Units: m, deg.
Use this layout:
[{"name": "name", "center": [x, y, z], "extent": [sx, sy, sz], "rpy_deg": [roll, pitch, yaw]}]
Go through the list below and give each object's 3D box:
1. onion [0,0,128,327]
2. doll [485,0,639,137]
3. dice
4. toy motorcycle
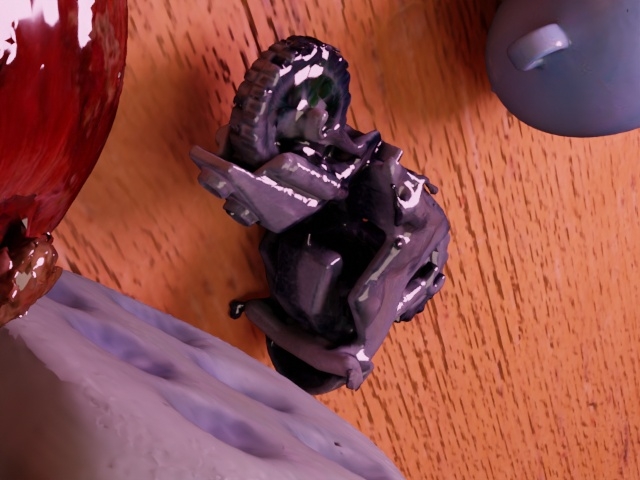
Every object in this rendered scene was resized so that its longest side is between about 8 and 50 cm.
[{"name": "onion", "center": [-0.194, -0.059, 0.471], "extent": [0.276, 0.276, 0.276], "rpy_deg": [-26, 132, -33]}, {"name": "doll", "center": [0.215, -0.155, 0.916], "extent": [0.177, 0.141, 0.314], "rpy_deg": [-32, 176, 42]}, {"name": "dice", "center": [-0.123, 0.174, 0.685], "extent": [0.264, 0.268, 0.263], "rpy_deg": [24, 97, -50]}, {"name": "toy motorcycle", "center": [0.000, 0.000, 0.830], "extent": [0.159, 0.106, 0.270], "rpy_deg": [-57, 145, -10]}]
